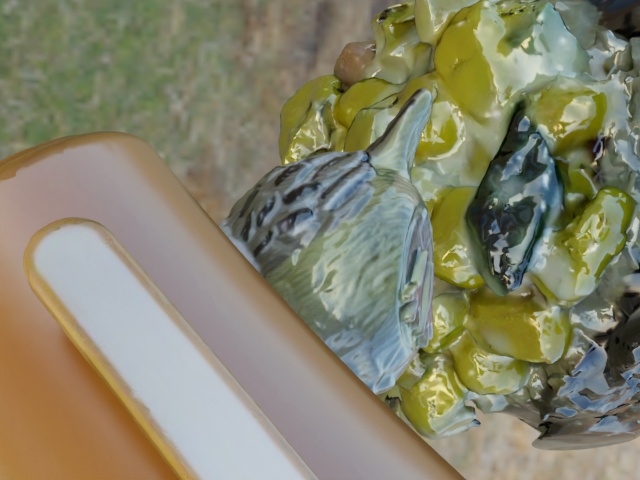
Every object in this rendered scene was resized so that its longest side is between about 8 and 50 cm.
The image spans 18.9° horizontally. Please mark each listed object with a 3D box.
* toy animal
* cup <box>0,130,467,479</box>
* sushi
[{"bbox_3d":[0.000,0.000,0.777,0.098,0.098,0.137,41,53,-57],"label":"toy animal"},{"bbox_3d":[-0.033,0.095,0.585,0.182,0.264,0.226,-33,167,-19],"label":"cup"},{"bbox_3d":[0.154,-0.039,1.305,0.285,0.329,0.328,8,72,-33],"label":"sushi"}]
